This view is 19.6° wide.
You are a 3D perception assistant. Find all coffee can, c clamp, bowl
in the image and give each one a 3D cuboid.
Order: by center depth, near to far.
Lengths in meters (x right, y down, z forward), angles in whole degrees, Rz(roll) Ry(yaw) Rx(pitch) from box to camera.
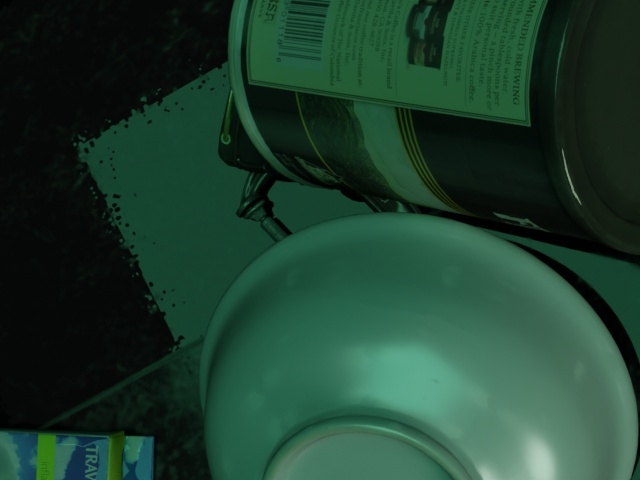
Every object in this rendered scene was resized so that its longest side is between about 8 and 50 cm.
[{"bbox_3d":[0.106,-0.113,1.146,0.275,0.201,0.202,13,91,46],"label":"coffee can"},{"bbox_3d":[0.046,0.140,1.180,0.297,0.134,0.298,7,118,13],"label":"bowl"},{"bbox_3d":[0.000,0.000,1.314,0.137,0.022,0.161,-40,80,7],"label":"c clamp"}]

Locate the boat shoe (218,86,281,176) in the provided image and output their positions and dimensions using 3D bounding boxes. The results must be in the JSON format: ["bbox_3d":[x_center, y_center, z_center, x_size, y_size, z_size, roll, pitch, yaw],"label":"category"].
[{"bbox_3d":[-0.021,-0.158,1.294,0.068,0.081,0.228,8,84,20],"label":"boat shoe"}]

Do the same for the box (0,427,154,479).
[{"bbox_3d":[-0.212,0.190,1.342,0.178,0.042,0.109,1,89,13],"label":"box"}]
